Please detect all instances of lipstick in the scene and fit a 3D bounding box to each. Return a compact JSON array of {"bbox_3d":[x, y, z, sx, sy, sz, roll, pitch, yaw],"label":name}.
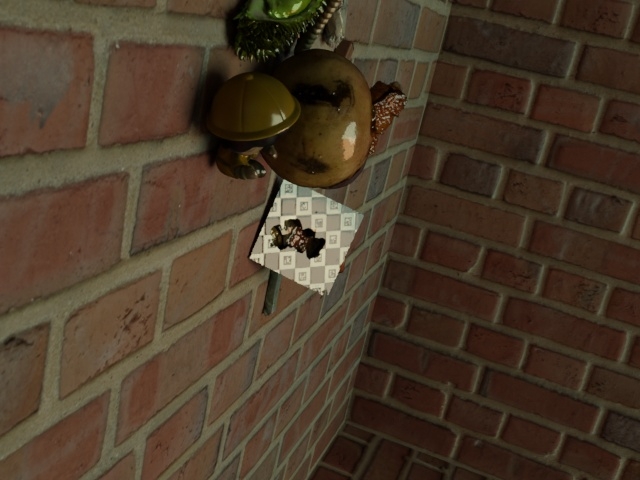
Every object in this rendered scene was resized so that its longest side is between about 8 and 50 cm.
[{"bbox_3d":[0.053,-0.514,2.074,0.045,0.045,0.145,73,36,-68],"label":"lipstick"}]

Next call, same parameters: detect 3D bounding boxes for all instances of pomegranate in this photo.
[{"bbox_3d":[-0.009,-0.281,1.662,0.322,0.322,0.321,17,90,-75],"label":"pomegranate"}]

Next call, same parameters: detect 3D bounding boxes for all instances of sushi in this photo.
[{"bbox_3d":[-0.046,-0.011,2.006,0.290,0.050,0.263,26,84,-32],"label":"sushi"}]

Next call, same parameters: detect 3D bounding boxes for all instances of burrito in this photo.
[{"bbox_3d":[0.044,-0.615,1.904,0.064,0.064,0.203,-53,154,-52],"label":"burrito"}]

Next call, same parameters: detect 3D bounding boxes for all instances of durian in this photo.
[{"bbox_3d":[-0.091,-0.513,1.506,0.169,0.158,0.351,43,60,-35],"label":"durian"}]

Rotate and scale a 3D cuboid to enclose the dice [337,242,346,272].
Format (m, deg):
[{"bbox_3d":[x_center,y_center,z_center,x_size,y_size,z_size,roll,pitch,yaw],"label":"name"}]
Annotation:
[{"bbox_3d":[0.000,0.000,2.156,0.175,0.174,0.179,66,34,-82],"label":"dice"}]

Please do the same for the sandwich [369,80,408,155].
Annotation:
[{"bbox_3d":[0.145,-0.414,2.298,0.301,0.162,0.250,-37,140,-13],"label":"sandwich"}]

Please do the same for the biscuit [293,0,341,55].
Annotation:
[{"bbox_3d":[0.029,-0.581,1.652,0.325,0.044,0.217,-40,-156,60],"label":"biscuit"}]

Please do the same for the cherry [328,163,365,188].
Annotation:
[{"bbox_3d":[0.039,-0.254,2.062,0.213,0.184,0.265,-67,151,-51],"label":"cherry"}]

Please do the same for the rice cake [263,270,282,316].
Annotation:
[{"bbox_3d":[-0.136,0.131,2.144,0.043,0.034,0.210,-35,140,-65],"label":"rice cake"}]

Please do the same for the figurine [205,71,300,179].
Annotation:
[{"bbox_3d":[-0.152,-0.228,1.452,0.256,0.167,0.192,-55,-168,50],"label":"figurine"}]
